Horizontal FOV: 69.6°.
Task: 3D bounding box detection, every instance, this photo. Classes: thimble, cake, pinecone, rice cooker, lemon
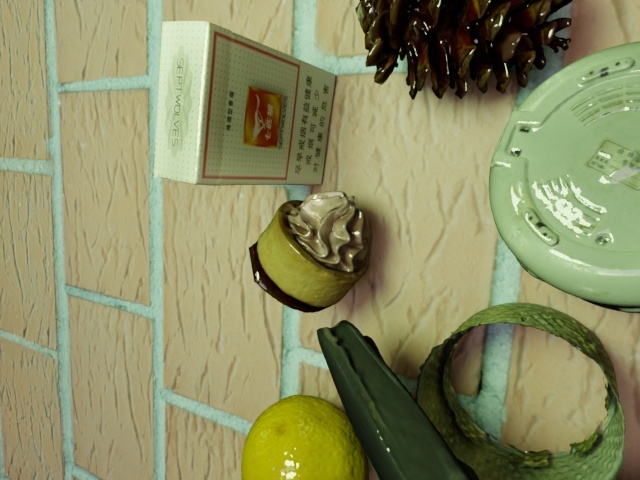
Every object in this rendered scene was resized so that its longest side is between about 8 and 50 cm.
[{"bbox_3d":[0.290,0.234,0.678,0.271,0.150,0.270,4,98,30],"label":"thimble"},{"bbox_3d":[0.000,0.000,0.778,0.185,0.208,0.178,49,130,20],"label":"cake"},{"bbox_3d":[0.195,-0.310,0.635,0.292,0.246,0.246,18,106,6],"label":"pinecone"},{"bbox_3d":[0.357,-0.049,0.533,0.289,0.277,0.288,-9,75,34],"label":"rice cooker"},{"bbox_3d":[-0.033,0.403,0.840,0.253,0.229,0.228,45,121,55],"label":"lemon"}]

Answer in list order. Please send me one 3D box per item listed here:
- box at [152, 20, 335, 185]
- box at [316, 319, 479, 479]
[{"bbox_3d":[-0.104,-0.198,0.742,0.095,0.330,0.210,13,103,28],"label":"box"},{"bbox_3d":[0.120,0.317,0.657,0.350,0.091,0.359,51,164,56],"label":"box"}]
